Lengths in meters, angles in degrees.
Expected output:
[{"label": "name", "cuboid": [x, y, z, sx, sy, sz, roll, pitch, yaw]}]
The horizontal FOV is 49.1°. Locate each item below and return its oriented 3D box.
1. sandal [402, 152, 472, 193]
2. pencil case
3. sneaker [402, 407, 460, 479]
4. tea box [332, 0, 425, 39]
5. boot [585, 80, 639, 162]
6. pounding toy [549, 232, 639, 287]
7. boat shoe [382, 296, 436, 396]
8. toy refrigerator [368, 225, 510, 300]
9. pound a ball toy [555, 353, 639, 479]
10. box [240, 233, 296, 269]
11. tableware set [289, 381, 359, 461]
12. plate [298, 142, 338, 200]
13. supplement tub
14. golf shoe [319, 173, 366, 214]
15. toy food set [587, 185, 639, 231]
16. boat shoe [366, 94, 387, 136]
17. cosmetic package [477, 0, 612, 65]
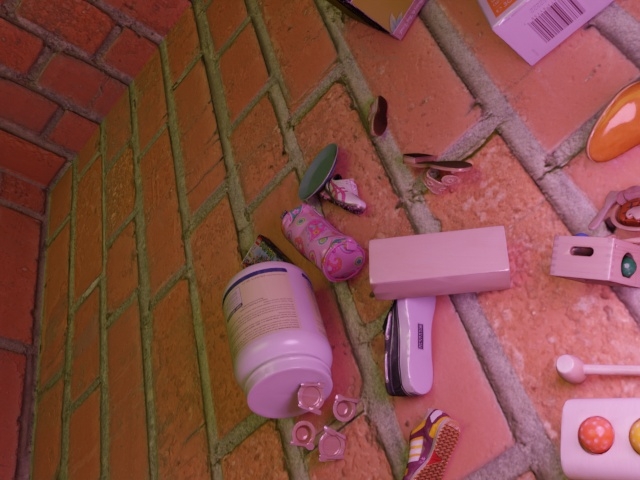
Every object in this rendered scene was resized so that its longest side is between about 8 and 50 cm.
[{"label": "sandal", "cuboid": [0.270, -0.148, 1.622, 0.240, 0.088, 0.079, -151, 56, -61]}, {"label": "pencil case", "cuboid": [0.000, 0.000, 1.803, 0.124, 0.124, 0.284, -58, 35, 8]}, {"label": "sneaker", "cuboid": [0.200, 0.417, 1.358, 0.185, 0.069, 0.084, -59, 27, -4]}, {"label": "tea box", "cuboid": [0.098, -0.768, 1.978, 0.220, 0.323, 0.329, -57, 38, 11]}, {"label": "boot", "cuboid": [0.617, -0.207, 1.187, 0.295, 0.104, 0.211, -47, 39, 15]}, {"label": "pounding toy", "cuboid": [0.493, 0.024, 1.192, 0.141, 0.130, 0.100, 4, 84, 52]}, {"label": "boat shoe", "cuboid": [0.179, 0.182, 1.495, 0.102, 0.108, 0.301, -18, 63, 43]}, {"label": "toy refrigerator", "cuboid": [0.238, 0.050, 1.408, 0.269, 0.094, 0.102, -7, 59, 13]}, {"label": "pound a ball toy", "cuboid": [0.483, 0.260, 1.040, 0.319, 0.136, 0.208, -13, 59, 46]}, {"label": "box", "cuboid": [-0.152, 0.074, 2.015, 0.114, 0.036, 0.207, -59, 36, 6]}, {"label": "tableware set", "cuboid": [0.005, 0.398, 1.544, 0.020, 0.141, 0.168, -28, 45, 65]}, {"label": "plate", "cuboid": [0.000, -0.189, 1.973, 0.188, 0.024, 0.188, -47, 25, 30]}, {"label": "supplement tub", "cuboid": [-0.104, 0.235, 1.689, 0.235, 0.235, 0.325, -44, 40, 25]}, {"label": "golf shoe", "cuboid": [0.066, -0.126, 1.844, 0.086, 0.067, 0.186, -60, 36, 3]}, {"label": "toy food set", "cuboid": [0.554, -0.064, 1.189, 0.192, 0.038, 0.132, 2, 40, 52]}, {"label": "boat shoe", "cuboid": [0.150, -0.327, 1.884, 0.045, 0.050, 0.135, -27, 40, 44]}, {"label": "cosmetic package", "cuboid": [0.457, -0.641, 1.599, 0.230, 0.161, 0.453, -39, 42, 29]}]
